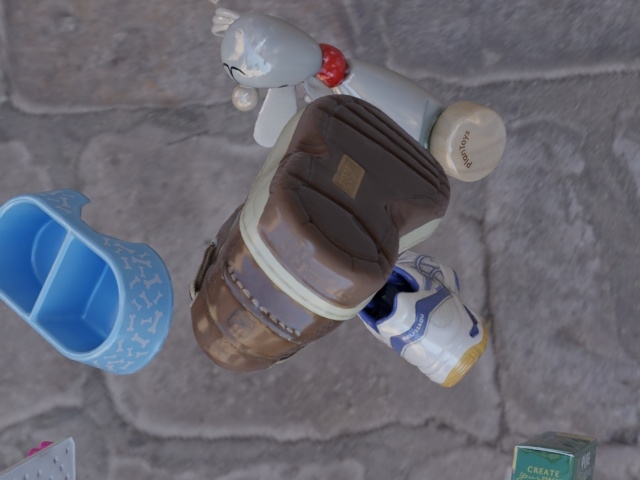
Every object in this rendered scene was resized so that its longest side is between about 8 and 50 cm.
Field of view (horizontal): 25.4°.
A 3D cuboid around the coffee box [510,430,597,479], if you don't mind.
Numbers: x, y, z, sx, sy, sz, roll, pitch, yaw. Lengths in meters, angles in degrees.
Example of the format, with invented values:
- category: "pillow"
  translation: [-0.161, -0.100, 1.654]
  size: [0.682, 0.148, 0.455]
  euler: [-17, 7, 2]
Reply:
- category: "coffee box"
  translation: [0.144, 0.219, 0.920]
  size: [0.040, 0.113, 0.184]
  euler: [7, 91, 20]

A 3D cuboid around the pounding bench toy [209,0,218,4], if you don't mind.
- category: "pounding bench toy"
  translation: [-0.119, -0.223, 1.130]
  size: [0.052, 0.065, 0.083]
  euler: [-53, 126, -8]

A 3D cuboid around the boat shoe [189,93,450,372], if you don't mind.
- category: "boat shoe"
  translation: [-0.006, -0.005, 0.715]
  size: [0.095, 0.257, 0.095]
  euler: [43, 110, 2]

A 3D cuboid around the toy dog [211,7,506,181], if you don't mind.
- category: "toy dog"
  translation: [0.024, -0.108, 1.453]
  size: [0.333, 0.220, 0.161]
  euler: [19, 92, -21]

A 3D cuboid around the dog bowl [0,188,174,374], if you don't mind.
- category: "dog bowl"
  translation: [-0.307, 0.045, 1.742]
  size: [0.297, 0.074, 0.166]
  euler: [35, 105, 33]

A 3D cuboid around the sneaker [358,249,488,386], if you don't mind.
- category: "sneaker"
  translation: [0.090, 0.056, 1.627]
  size: [0.131, 0.296, 0.112]
  euler: [35, 93, -21]

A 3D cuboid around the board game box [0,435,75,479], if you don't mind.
- category: "board game box"
  translation: [-0.457, 0.513, 2.030]
  size: [0.050, 0.390, 0.390]
  euler: [3, 98, 16]
